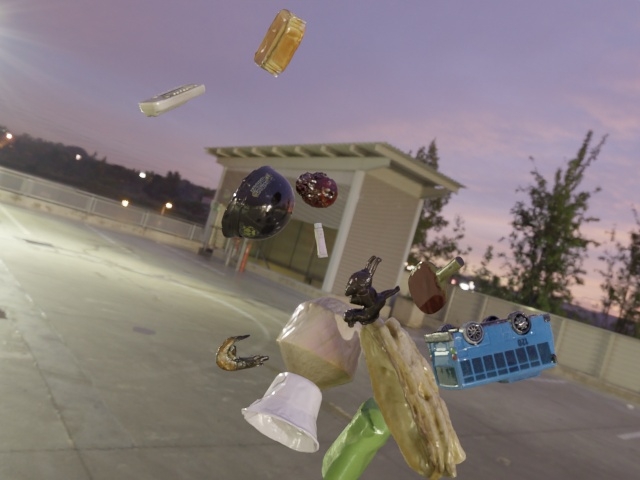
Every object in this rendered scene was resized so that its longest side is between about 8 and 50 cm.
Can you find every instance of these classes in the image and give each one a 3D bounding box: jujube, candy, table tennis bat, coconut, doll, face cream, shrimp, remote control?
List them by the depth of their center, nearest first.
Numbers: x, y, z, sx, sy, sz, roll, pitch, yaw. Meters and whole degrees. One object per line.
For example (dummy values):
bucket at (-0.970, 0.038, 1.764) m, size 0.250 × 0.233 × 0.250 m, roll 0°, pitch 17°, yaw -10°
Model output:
doll at (0.113, 0.137, 1.238) m, size 0.139 × 0.165 × 0.057 m, roll 54°, pitch -11°, yaw -19°
table tennis bat at (0.285, 0.102, 1.246) m, size 0.022 × 0.131 × 0.234 m, roll -12°, pitch -24°, yaw -26°
jujube at (-0.015, -0.142, 1.438) m, size 0.104 × 0.104 × 0.166 m, roll 18°, pitch 1°, yaw -31°
remote control at (-0.451, -0.434, 1.534) m, size 0.090 × 0.049 × 0.230 m, roll 5°, pitch 32°, yaw 27°
candy at (0.108, 0.638, 1.558) m, size 0.142 × 0.343 × 0.132 m, roll 3°, pitch 37°, yaw -32°
face cream at (0.000, 0.000, 1.600) m, size 0.038 × 0.115 × 0.020 m, roll -5°, pitch -6°, yaw -37°
coconut at (0.001, 0.359, 1.660) m, size 0.329 × 0.328 × 0.329 m, roll 17°, pitch -1°, yaw 0°
shrimp at (-0.311, 0.451, 2.004) m, size 0.217 × 0.150 × 0.051 m, roll 1°, pitch 9°, yaw -22°

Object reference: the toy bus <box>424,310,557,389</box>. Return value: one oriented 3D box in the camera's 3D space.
toy bus at (0.341, 0.217, 0.990) m, size 0.234 × 0.133 × 0.116 m, roll -7°, pitch -13°, yaw -17°

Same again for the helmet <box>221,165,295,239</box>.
helmet at (-0.176, -0.096, 1.584) m, size 0.160 × 0.279 × 0.230 m, roll 27°, pitch -36°, yaw 10°

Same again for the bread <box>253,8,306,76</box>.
bread at (-0.157, -0.778, 1.971) m, size 0.107 × 0.241 × 0.136 m, roll 19°, pitch 23°, yaw -40°

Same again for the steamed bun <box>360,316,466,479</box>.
steamed bun at (0.245, 0.419, 1.358) m, size 0.189 × 0.428 × 0.247 m, roll -11°, pitch -26°, yaw -32°

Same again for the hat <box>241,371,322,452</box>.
hat at (-0.069, 0.386, 1.149) m, size 0.203 × 0.126 × 0.203 m, roll 21°, pitch -35°, yaw 15°
